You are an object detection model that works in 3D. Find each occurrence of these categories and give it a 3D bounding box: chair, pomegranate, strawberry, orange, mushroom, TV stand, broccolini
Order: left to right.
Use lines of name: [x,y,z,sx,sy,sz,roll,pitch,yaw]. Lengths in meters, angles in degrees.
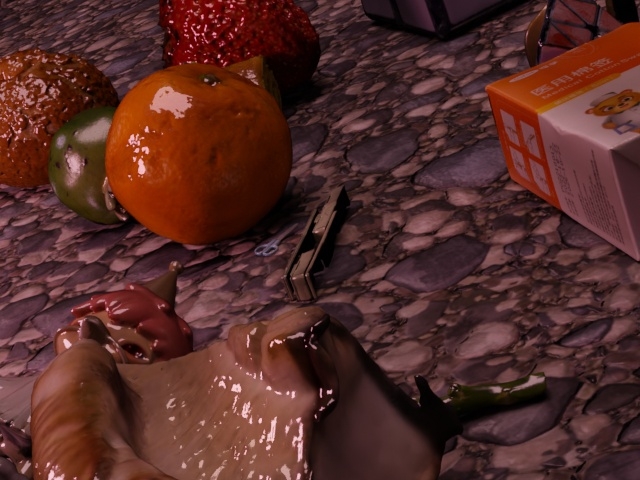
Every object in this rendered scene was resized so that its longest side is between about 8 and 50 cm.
pomegranate: [-0.312,-0.102,2.093,0.187,0.187,0.225,-27,34,-13]
mushroom: [-0.129,0.221,1.220,0.397,0.224,0.314,-4,44,41]
orange: [-0.166,-0.119,1.917,0.261,0.261,0.261,-18,23,8]
strawberry: [-0.135,-0.339,2.381,0.288,0.239,0.250,17,29,15]
TV stand: [0.000,0.000,1.771,0.042,0.036,0.249,-14,24,20]
broccolini: [0.110,0.160,1.339,0.216,0.058,0.067,-13,65,1]
chair: [0.425,-0.312,1.941,0.246,0.159,0.172,-5,30,30]

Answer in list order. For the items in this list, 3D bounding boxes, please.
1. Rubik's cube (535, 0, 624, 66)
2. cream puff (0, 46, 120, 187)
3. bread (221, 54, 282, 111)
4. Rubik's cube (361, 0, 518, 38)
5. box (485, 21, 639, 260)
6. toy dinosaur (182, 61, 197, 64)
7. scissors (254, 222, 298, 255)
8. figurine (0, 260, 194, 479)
Rubik's cube: [0.303,-0.219,1.842,0.190,0.178,0.211,-16,53,-45]
cream puff: [-0.501,-0.229,2.472,0.303,0.212,0.303,-14,28,7]
bread: [-0.153,-0.216,2.270,0.172,0.103,0.132,-16,52,13]
Rubik's cube: [0.226,-0.574,2.476,0.316,0.318,0.313,-27,24,-16]
box: [0.365,-0.129,1.618,0.224,0.143,0.341,-24,22,-8]
toy dinosaur: [-0.193,-0.142,2.118,0.094,0.153,0.259,-11,49,28]
scissors: [-0.054,-0.002,1.859,0.036,0.006,0.083,4,33,41]
figurine: [-0.235,0.140,1.506,0.207,0.166,0.387,16,44,27]
